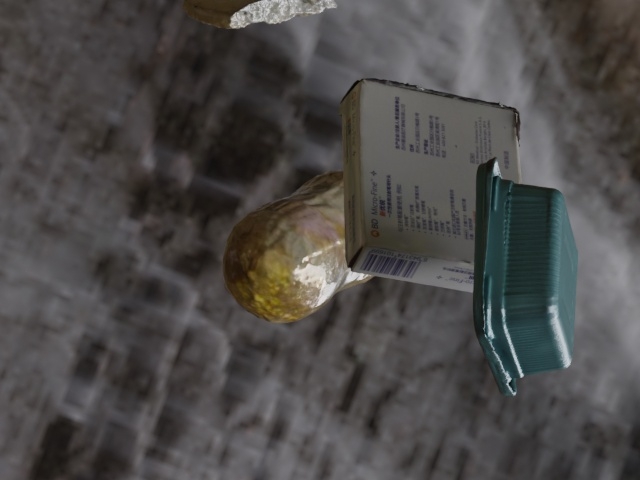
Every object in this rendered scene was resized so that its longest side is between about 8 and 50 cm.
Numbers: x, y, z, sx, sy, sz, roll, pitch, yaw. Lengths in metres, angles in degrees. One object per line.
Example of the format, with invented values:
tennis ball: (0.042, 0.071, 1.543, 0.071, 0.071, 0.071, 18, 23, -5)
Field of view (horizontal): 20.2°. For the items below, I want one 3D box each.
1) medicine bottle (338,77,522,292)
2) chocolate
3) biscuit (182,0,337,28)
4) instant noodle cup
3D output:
medicine bottle: (0.107, -0.052, 1.685, 0.052, 0.171, 0.201, 118, -24, -52)
chocolate: (0.000, 0.000, 1.919, 0.309, 0.134, 0.134, -27, 146, -62)
biscuit: (-0.074, -0.300, 2.207, 0.265, 0.188, 0.040, -71, 160, -70)
instant noodle cup: (0.171, 0.034, 1.484, 0.179, 0.070, 0.157, 62, 30, -62)
